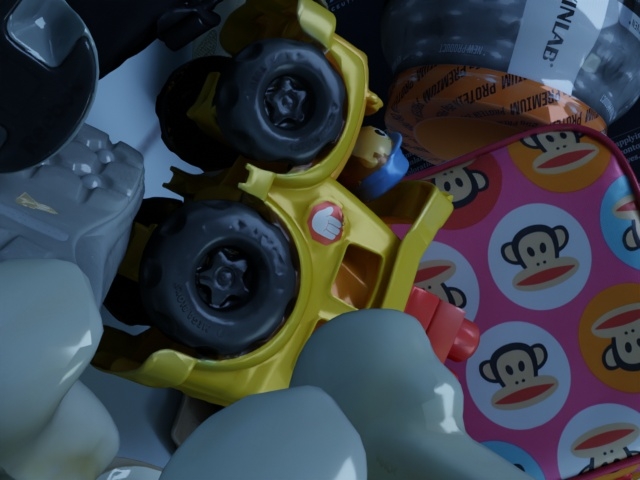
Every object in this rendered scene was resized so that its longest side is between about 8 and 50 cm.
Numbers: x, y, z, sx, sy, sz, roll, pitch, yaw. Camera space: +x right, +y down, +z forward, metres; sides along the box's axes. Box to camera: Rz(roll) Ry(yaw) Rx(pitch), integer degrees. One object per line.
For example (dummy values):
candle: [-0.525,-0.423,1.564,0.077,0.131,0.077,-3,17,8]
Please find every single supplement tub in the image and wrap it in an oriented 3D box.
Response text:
supplement tub: [0.156,-0.210,1.028,0.193,0.193,0.316,35,65,-52]

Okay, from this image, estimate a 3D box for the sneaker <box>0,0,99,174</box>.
sneaker: [-0.248,-0.157,0.630,0.330,0.122,0.146,42,4,-23]

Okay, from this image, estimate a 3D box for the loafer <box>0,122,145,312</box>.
loafer: [-0.152,0.037,0.633,0.112,0.111,0.319,26,22,0]

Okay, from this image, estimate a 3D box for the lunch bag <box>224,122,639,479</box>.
lunch bag: [0.087,0.085,0.902,0.120,0.293,0.258,57,16,-77]

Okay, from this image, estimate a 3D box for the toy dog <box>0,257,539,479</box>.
toy dog: [-0.078,0.195,0.444,0.408,0.395,0.284,4,25,-48]

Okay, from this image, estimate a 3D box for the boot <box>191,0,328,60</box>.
boot: [-0.010,-0.197,1.003,0.095,0.262,0.203,30,42,-28]

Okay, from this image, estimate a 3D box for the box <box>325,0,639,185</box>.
box: [0.173,-0.111,1.208,0.179,0.343,0.313,33,42,-52]

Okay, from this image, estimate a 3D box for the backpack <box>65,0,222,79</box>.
backpack: [-0.093,-0.286,0.881,0.273,0.290,0.355,47,19,-9]

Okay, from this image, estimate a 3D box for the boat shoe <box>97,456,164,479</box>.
boat shoe: [-0.052,0.195,0.761,0.285,0.102,0.092,36,44,-46]

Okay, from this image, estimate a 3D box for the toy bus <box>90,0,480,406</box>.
toy bus: [0.000,0.000,0.800,0.211,0.149,0.220,24,83,-20]

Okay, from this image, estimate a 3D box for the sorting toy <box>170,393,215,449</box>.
sorting toy: [-0.075,0.128,0.870,0.083,0.012,0.062,-77,144,-59]
